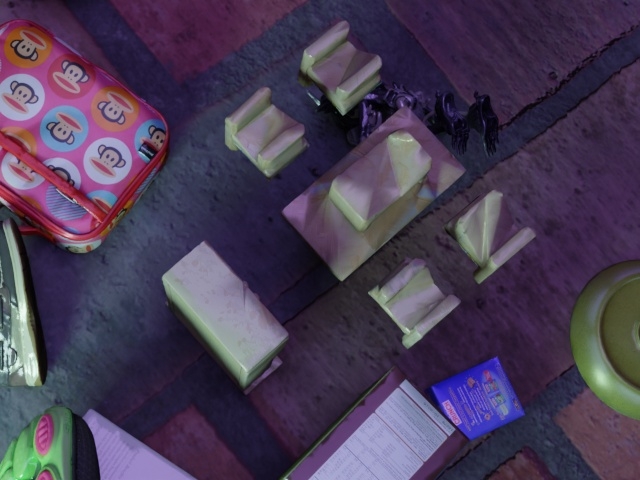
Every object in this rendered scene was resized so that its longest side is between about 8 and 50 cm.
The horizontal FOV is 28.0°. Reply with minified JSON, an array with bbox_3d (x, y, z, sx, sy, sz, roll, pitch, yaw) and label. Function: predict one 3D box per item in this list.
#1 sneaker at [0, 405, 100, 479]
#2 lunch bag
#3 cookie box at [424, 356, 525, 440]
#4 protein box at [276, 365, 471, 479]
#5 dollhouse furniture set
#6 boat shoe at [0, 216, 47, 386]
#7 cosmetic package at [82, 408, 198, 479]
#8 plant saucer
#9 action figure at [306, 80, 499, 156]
[{"bbox_3d":[-0.255,0.431,1.524,0.202,0.185,0.483,-9,78,-49],"label":"sneaker"},{"bbox_3d":[-0.377,-0.127,1.737,0.293,0.120,0.258,36,76,1],"label":"lunch bag"},{"bbox_3d":[0.212,0.223,1.774,0.107,0.040,0.092,-22,79,-16],"label":"cookie box"},{"bbox_3d":[0.055,0.292,1.641,0.136,0.200,0.201,45,72,5],"label":"protein box"},{"bbox_3d":[0.000,0.000,1.666,0.394,0.256,0.362,-41,85,-12],"label":"dollhouse furniture set"},{"bbox_3d":[-0.406,0.084,1.663,0.073,0.080,0.224,-10,98,-5],"label":"boat shoe"},{"bbox_3d":[-0.235,0.327,1.642,0.231,0.085,0.117,35,71,-1],"label":"cosmetic package"},{"bbox_3d":[0.480,0.139,1.850,0.241,0.037,0.241,3,74,-10],"label":"plant saucer"},{"bbox_3d":[0.101,-0.158,1.800,0.164,0.275,0.141,-14,109,-48],"label":"action figure"}]
